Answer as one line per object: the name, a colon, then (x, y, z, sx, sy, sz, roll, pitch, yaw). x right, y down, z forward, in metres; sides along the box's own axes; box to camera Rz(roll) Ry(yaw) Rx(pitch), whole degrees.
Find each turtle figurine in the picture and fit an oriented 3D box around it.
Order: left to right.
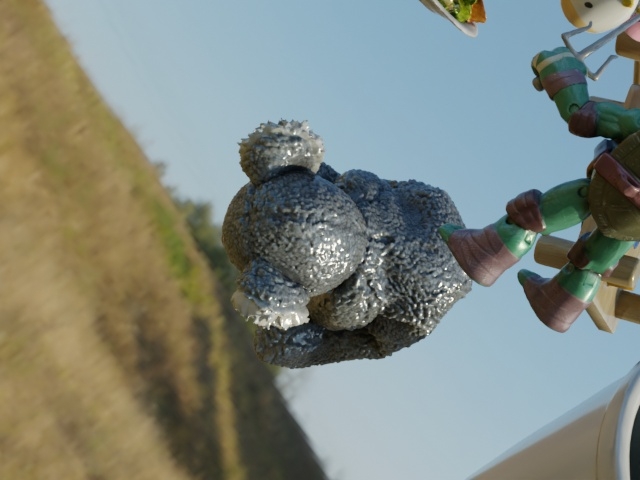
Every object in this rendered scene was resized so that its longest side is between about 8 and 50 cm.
turtle figurine: (0.196, -0.049, 0.944, 0.175, 0.234, 0.118, 39, 21, -13)

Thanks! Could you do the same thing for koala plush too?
koala plush: (0.000, 0.000, 1.248, 0.203, 0.196, 0.221, -1, -15, 33)

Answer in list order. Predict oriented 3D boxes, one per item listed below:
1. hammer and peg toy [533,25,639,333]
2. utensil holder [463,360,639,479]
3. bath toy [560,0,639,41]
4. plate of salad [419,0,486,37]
hammer and peg toy: (0.393, -0.079, 1.842, 0.127, 0.361, 0.266, 16, -12, 24)
utensil holder: (0.316, 0.306, 1.452, 0.328, 0.327, 0.385, 52, -36, 5)
bath toy: (0.352, -0.284, 1.609, 0.129, 0.151, 0.348, 26, 12, 37)
plate of salad: (0.070, -0.243, 1.130, 0.200, 0.048, 0.200, 49, 20, -25)
